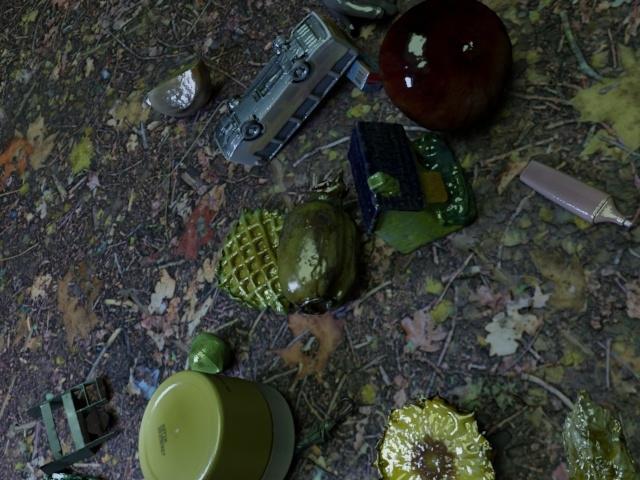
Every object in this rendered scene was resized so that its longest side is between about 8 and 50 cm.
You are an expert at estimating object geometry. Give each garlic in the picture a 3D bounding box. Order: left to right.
[{"bbox_3d":[-0.326,-0.350,1.587,0.196,0.101,0.087,-21,31,32],"label":"garlic"}]

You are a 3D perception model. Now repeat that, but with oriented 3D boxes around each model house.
[{"bbox_3d":[0.140,-0.114,1.141,0.170,0.211,0.193,-24,60,26],"label":"model house"}]

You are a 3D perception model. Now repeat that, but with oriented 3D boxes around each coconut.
[{"bbox_3d":[-0.221,0.230,1.320,0.096,0.088,0.087,37,94,44],"label":"coconut"}]

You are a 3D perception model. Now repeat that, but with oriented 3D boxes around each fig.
[{"bbox_3d":[0.214,-0.309,1.166,0.235,0.235,0.214,-45,18,11],"label":"fig"}]

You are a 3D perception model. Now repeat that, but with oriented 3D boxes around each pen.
[{"bbox_3d":[0.410,-0.071,1.063,0.197,0.032,0.053,40,95,38],"label":"pen"}]

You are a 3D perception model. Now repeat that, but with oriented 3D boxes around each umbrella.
[{"bbox_3d":[-0.030,0.370,1.184,0.044,0.044,0.269,44,109,-2],"label":"umbrella"}]

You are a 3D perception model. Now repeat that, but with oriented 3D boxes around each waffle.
[{"bbox_3d":[-0.113,0.036,1.340,0.208,0.054,0.214,15,79,32],"label":"waffle"}]

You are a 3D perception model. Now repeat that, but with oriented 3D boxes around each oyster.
[{"bbox_3d":[0.395,0.301,0.938,0.122,0.045,0.146,25,88,22],"label":"oyster"}]

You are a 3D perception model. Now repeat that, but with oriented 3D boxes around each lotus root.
[{"bbox_3d":[-0.001,0.001,1.226,0.154,0.154,0.278,-6,68,31],"label":"lotus root"}]

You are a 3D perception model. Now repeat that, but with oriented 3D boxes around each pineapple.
[{"bbox_3d":[0.181,0.342,1.029,0.225,0.076,0.224,-12,69,31],"label":"pineapple"}]

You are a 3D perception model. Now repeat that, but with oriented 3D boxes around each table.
[{"bbox_3d":[-0.541,0.405,1.467,0.175,0.062,0.146,-23,56,-13],"label":"table"}]

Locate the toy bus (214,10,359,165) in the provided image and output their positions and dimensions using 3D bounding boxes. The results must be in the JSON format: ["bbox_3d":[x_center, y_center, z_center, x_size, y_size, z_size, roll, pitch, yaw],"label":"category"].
[{"bbox_3d":[-0.077,-0.301,1.359,0.342,0.138,0.097,-47,56,26],"label":"toy bus"}]

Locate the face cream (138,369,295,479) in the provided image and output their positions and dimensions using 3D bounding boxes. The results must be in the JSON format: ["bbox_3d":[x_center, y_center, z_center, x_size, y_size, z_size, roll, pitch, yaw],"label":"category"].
[{"bbox_3d":[-0.184,0.348,1.176,0.218,0.179,0.218,-17,63,36],"label":"face cream"}]

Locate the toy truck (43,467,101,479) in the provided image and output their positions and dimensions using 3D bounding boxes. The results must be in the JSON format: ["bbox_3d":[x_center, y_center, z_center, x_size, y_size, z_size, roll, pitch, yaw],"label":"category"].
[{"bbox_3d":[-0.543,0.535,1.418,0.154,0.078,0.080,0,74,32],"label":"toy truck"}]

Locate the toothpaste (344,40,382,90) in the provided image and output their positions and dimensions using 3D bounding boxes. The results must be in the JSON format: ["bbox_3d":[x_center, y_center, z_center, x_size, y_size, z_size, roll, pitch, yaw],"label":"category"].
[{"bbox_3d":[0.067,-0.380,1.385,0.193,0.070,0.044,53,133,34],"label":"toothpaste"}]

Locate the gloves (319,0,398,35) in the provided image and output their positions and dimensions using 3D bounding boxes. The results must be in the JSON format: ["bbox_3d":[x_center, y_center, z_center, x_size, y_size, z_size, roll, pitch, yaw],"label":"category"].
[{"bbox_3d":[0.048,-0.539,1.428,0.285,0.119,0.142,42,128,32],"label":"gloves"}]
